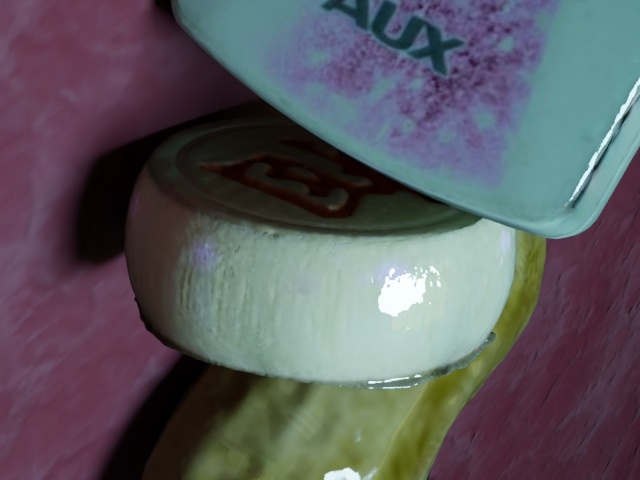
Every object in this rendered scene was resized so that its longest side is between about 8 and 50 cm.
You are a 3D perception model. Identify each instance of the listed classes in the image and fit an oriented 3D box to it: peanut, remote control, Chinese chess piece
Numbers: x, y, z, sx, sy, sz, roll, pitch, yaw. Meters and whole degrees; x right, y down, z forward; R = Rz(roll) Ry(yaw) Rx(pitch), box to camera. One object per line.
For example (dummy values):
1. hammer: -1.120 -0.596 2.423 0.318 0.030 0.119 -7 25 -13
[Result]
1. peanut: 0.011 0.052 0.714 0.226 0.095 0.108 -56 173 -16
2. remote control: 0.092 -0.173 0.528 0.344 0.145 0.050 -62 161 6
3. Chinese chess piece: 0.000 0.000 0.585 0.122 0.122 0.051 -26 126 -52
